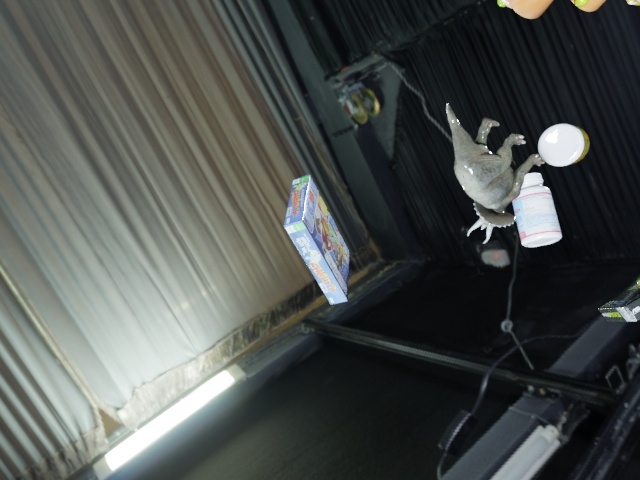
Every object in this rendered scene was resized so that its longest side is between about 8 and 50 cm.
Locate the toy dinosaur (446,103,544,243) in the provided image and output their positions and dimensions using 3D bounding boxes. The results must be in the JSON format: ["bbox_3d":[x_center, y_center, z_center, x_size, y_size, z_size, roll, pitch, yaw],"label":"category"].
[{"bbox_3d":[0.325,-0.131,0.998,0.121,0.313,0.160,22,-107,47],"label":"toy dinosaur"}]

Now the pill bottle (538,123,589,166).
[{"bbox_3d":[0.706,-0.275,1.494,0.117,0.117,0.215,-20,178,34],"label":"pill bottle"}]

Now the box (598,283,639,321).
[{"bbox_3d":[0.743,0.118,1.168,0.184,0.045,0.191,-36,166,6],"label":"box"}]

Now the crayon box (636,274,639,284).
[{"bbox_3d":[0.737,0.097,0.900,0.081,0.278,0.165,-35,154,-30],"label":"crayon box"}]

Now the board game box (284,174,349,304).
[{"bbox_3d":[0.000,0.000,0.938,0.035,0.201,0.136,-16,-143,18],"label":"board game box"}]

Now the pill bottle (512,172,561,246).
[{"bbox_3d":[0.496,-0.071,1.203,0.087,0.160,0.087,-6,163,-2],"label":"pill bottle"}]

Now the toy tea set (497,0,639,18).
[{"bbox_3d":[0.422,-0.460,0.887,0.337,0.199,0.124,-15,172,-21],"label":"toy tea set"}]
